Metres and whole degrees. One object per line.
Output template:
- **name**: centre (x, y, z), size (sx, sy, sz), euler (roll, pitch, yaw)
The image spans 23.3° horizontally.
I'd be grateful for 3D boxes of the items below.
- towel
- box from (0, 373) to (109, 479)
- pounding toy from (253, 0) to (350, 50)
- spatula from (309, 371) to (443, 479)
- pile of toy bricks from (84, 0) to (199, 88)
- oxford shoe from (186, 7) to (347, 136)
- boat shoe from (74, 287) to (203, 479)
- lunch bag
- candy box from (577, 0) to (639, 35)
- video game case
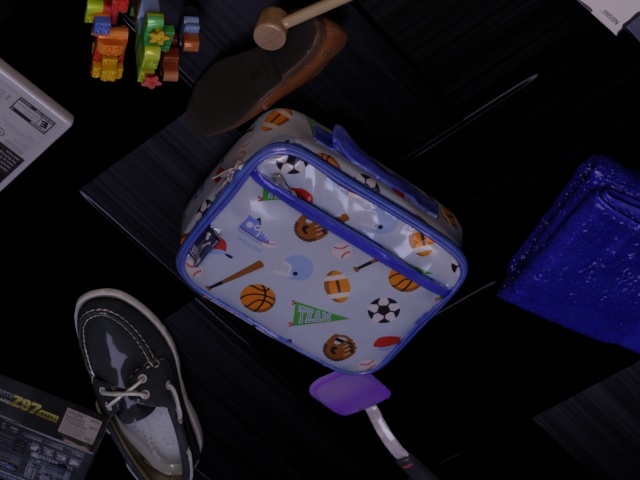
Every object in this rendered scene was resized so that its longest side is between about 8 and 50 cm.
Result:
- **towel**: centre (0.384, 0.047, 1.747), size (0.308, 0.076, 0.228), euler (22, 125, -12)
- **box**: centre (-0.390, 0.233, 1.915), size (0.232, 0.059, 0.183), euler (23, 145, -4)
- **pounding toy**: centre (-0.030, -0.293, 1.508), size (0.181, 0.094, 0.206), euler (13, 130, -6)
- **spatula**: centre (0.091, 0.253, 1.958), size (0.084, 0.030, 0.296), euler (-26, 122, 23)
- **pile of toy bricks**: centre (-0.172, -0.203, 1.536), size (0.118, 0.105, 0.212), euler (1, 149, -15)
- **oxford shoe**: centre (-0.056, -0.166, 1.628), size (0.212, 0.076, 0.076), euler (-29, 160, 35)
- **boat shoe**: centre (-0.219, 0.192, 1.896), size (0.114, 0.091, 0.302), euler (-16, 125, 16)
- **lunch bag**: centre (0.000, 0.000, 1.721), size (0.303, 0.115, 0.243), euler (31, 121, -20)
- **candy box**: centre (0.295, -0.320, 1.474), size (0.165, 0.070, 0.196), euler (36, 122, -20)
- **video game case**: centre (-0.396, -0.140, 1.700), size (0.190, 0.022, 0.173), euler (39, 120, -24)
